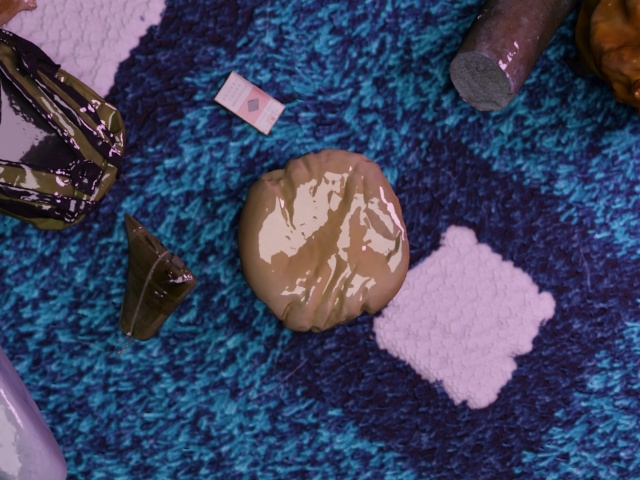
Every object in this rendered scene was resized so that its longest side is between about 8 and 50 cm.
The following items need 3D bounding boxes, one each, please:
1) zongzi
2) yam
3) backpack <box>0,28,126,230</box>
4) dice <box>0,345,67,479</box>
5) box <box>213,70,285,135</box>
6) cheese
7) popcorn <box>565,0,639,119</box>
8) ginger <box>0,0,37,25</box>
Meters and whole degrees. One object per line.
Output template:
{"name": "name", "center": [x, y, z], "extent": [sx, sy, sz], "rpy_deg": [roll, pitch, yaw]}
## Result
{"name": "zongzi", "center": [-0.245, 0.062, 1.658], "extent": [0.130, 0.062, 0.154], "rpy_deg": [42, 99, 9]}
{"name": "yam", "center": [0.265, -0.293, 1.721], "extent": [0.106, 0.106, 0.259], "rpy_deg": [40, 62, -12]}
{"name": "backpack", "center": [-0.356, -0.125, 1.566], "extent": [0.253, 0.140, 0.207], "rpy_deg": [30, 88, -14]}
{"name": "dice", "center": [-0.465, 0.228, 1.495], "extent": [0.264, 0.262, 0.268], "rpy_deg": [-31, 98, -10]}
{"name": "box", "center": [-0.092, -0.177, 1.689], "extent": [0.083, 0.012, 0.046], "rpy_deg": [33, 85, -12]}
{"name": "cheese", "center": [0.000, 0.000, 1.673], "extent": [0.214, 0.117, 0.226], "rpy_deg": [-15, 91, -8]}
{"name": "popcorn", "center": [0.442, -0.273, 1.691], "extent": [0.297, 0.281, 0.316], "rpy_deg": [60, 37, -7]}
{"name": "ginger", "center": [-0.381, -0.394, 1.581], "extent": [0.131, 0.086, 0.294], "rpy_deg": [11, 95, -35]}
